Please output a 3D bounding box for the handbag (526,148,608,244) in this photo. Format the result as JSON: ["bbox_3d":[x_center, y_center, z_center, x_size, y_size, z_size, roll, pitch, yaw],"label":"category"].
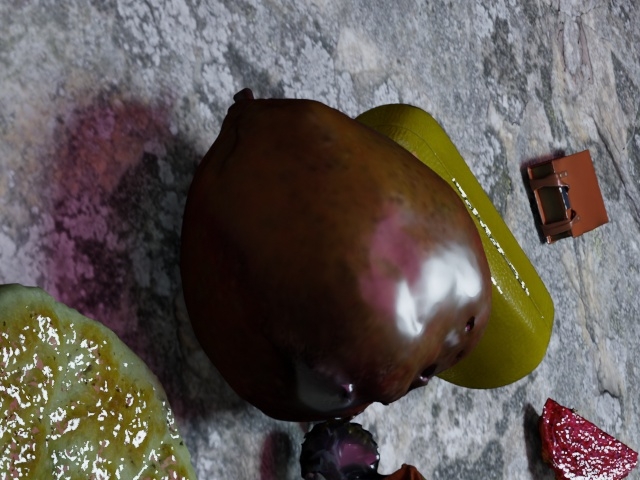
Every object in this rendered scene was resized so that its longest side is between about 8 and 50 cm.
[{"bbox_3d":[0.390,-0.070,2.069,0.190,0.063,0.127,-19,94,-61],"label":"handbag"}]

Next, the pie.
[{"bbox_3d":[-0.208,0.213,1.060,0.296,0.078,0.371,-8,86,-56],"label":"pie"}]

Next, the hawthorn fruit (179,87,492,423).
[{"bbox_3d":[0.011,0.019,1.265,0.308,0.308,0.324,-29,114,-56],"label":"hawthorn fruit"}]

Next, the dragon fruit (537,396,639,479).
[{"bbox_3d":[0.352,0.308,1.845,0.162,0.083,0.106,34,55,-11],"label":"dragon fruit"}]

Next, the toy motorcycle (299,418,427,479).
[{"bbox_3d":[0.037,0.373,1.270,0.134,0.207,0.401,105,2,-59],"label":"toy motorcycle"}]

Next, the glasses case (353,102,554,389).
[{"bbox_3d":[0.123,0.025,1.530,0.371,0.173,0.141,54,38,-24],"label":"glasses case"}]

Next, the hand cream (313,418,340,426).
[{"bbox_3d":[0.035,0.158,1.469,0.170,0.043,0.065,-52,126,-56],"label":"hand cream"}]
